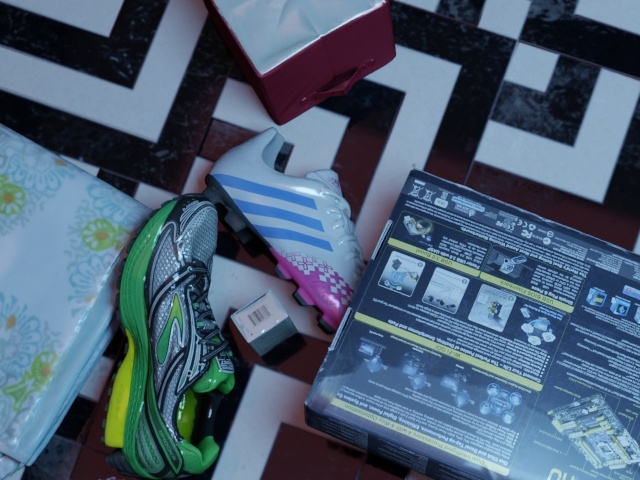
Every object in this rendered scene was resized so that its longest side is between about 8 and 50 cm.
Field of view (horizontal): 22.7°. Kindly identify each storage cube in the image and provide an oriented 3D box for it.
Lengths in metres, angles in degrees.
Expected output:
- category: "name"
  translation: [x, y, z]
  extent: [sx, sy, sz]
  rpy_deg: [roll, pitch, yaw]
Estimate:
- category: "storage cube"
  translation: [-0.031, -0.285, 1.954]
  extent: [0.183, 0.193, 0.215]
  rpy_deg: [-31, 76, -2]

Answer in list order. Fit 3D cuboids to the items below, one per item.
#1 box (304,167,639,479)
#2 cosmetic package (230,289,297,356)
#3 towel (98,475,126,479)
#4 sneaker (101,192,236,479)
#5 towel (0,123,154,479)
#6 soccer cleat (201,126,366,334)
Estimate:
- category: "box"
  translation: [0.222, 0.131, 1.785]
  extent: [0.395, 0.097, 0.318]
  rpy_deg: [21, 68, 9]
- category: "cosmetic package"
  translation: [-0.067, 0.100, 1.911]
  extent: [0.060, 0.115, 0.041]
  rpy_deg: [-34, 77, -4]
- category: "towel"
  translation: [-0.148, 0.432, 1.865]
  extent: [0.329, 0.037, 0.237]
  rpy_deg: [15, 80, 19]
- category: "sneaker"
  translation: [-0.154, 0.114, 1.890]
  extent: [0.146, 0.134, 0.344]
  rpy_deg: [2, 85, 32]
- category: "towel"
  translation: [-0.405, 0.062, 1.962]
  extent: [0.320, 0.090, 0.374]
  rpy_deg: [29, 80, 9]
- category: "soccer cleat"
  translation: [0.000, 0.000, 1.926]
  extent: [0.143, 0.116, 0.331]
  rpy_deg: [-42, 77, -4]
